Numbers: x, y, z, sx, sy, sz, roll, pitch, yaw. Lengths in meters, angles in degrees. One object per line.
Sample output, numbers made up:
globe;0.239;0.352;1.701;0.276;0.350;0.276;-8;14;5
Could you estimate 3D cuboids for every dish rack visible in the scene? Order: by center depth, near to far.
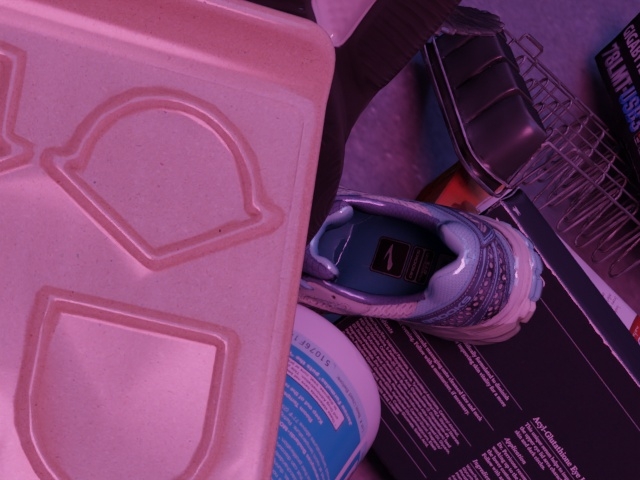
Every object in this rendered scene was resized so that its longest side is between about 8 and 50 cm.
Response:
dish rack;0.208;-0.061;1.613;0.271;0.074;0.208;38;23;-29

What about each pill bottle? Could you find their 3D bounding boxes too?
pill bottle;-0.077;0.161;1.233;0.146;0.146;0.264;45;44;-6

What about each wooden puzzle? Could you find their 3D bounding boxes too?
wooden puzzle;-0.170;0.016;1.061;0.322;0.080;0.347;14;78;-20

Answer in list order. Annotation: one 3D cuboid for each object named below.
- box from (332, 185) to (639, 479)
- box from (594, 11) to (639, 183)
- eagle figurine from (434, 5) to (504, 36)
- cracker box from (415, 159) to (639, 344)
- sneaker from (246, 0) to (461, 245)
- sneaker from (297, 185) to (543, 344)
box;0.142;0.121;1.395;0.261;0.184;0.103;54;17;1
box;0.375;-0.030;1.686;0.295;0.073;0.293;38;21;-20
eagle figurine;-0.037;-0.217;1.458;0.225;0.298;0.226;-123;-168;-64
cracker box;0.153;0.063;1.536;0.232;0.067;0.155;45;43;-8
sneaker;-0.054;-0.144;1.272;0.169;0.447;0.257;27;34;-25
sneaker;0.000;0.000;1.314;0.122;0.283;0.110;25;71;-62
